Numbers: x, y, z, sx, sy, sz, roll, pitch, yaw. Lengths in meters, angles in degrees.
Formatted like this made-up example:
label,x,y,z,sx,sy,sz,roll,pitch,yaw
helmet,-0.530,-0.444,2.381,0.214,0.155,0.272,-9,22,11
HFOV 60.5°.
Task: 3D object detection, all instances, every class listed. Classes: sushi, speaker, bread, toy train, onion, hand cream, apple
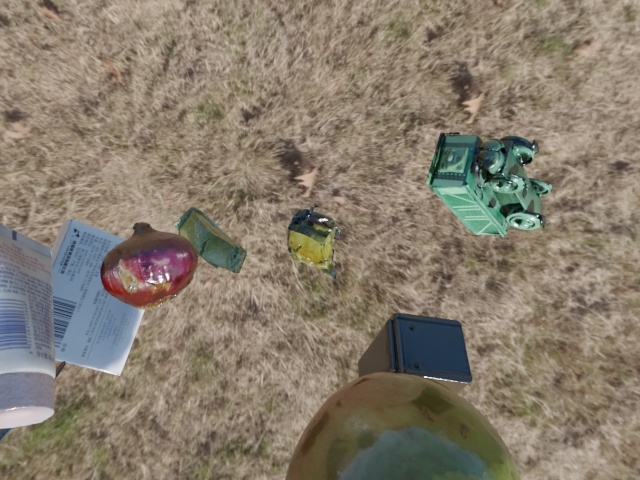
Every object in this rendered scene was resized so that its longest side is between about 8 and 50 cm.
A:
label,x,y,z,sx,sy,sz,roll,pitch,yaw
sushi,-0.003,0.006,1.331,0.139,0.291,0.131,24,71,7
speaker,0.207,0.293,1.247,0.193,0.153,0.231,10,140,-13
bread,-0.208,0.003,1.047,0.064,0.117,0.156,-50,57,1
toy train,0.301,-0.095,0.944,0.269,0.154,0.115,32,72,-50
onion,-0.190,0.027,0.611,0.107,0.107,0.097,-22,89,-5
hand cream,-0.369,0.091,0.656,0.083,0.133,0.247,-20,62,7
apple,0.124,0.365,0.779,0.338,0.305,0.338,-26,125,-44

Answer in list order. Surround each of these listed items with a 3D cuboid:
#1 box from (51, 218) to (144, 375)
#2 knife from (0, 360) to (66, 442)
label,x,y,z,sx,sy,sz,roll,pitch,yaw
box,-0.476,0.116,1.141,0.203,0.116,0.274,23,78,-31
knife,-0.494,0.291,0.884,0.018,0.035,0.247,50,44,-22
